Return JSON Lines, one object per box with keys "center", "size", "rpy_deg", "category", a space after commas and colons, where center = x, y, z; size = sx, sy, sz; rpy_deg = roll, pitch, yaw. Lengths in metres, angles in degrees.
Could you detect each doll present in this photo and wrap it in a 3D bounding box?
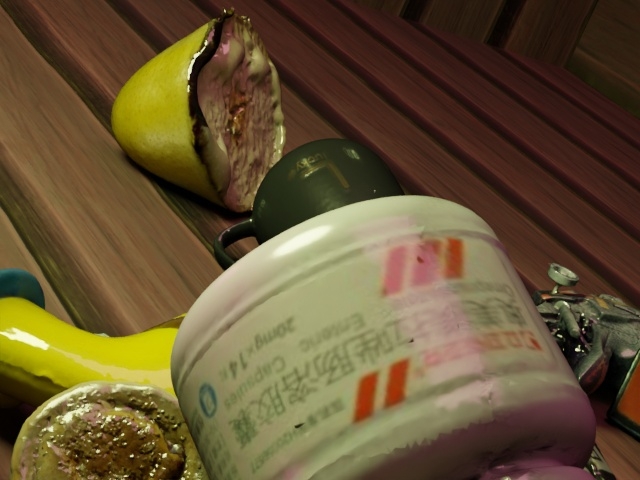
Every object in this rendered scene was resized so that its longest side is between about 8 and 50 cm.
{"center": [-0.141, 0.110, 1.326], "size": [0.363, 0.145, 0.199], "rpy_deg": [16, 6, -10], "category": "doll"}

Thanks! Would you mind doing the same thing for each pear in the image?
{"center": [-0.163, -0.147, 2.048], "size": [0.178, 0.267, 0.267], "rpy_deg": [-5, 8, 20], "category": "pear"}

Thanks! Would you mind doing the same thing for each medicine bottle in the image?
{"center": [0.064, 0.161, 1.136], "size": [0.256, 0.256, 0.325], "rpy_deg": [6, 50, -45], "category": "medicine bottle"}

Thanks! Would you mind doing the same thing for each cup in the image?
{"center": [0.000, 0.000, 1.861], "size": [0.223, 0.169, 0.176], "rpy_deg": [-20, 42, -15], "category": "cup"}

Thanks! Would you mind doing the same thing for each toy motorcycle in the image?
{"center": [0.320, 0.116, 1.984], "size": [0.173, 0.108, 0.307], "rpy_deg": [38, 23, 28], "category": "toy motorcycle"}

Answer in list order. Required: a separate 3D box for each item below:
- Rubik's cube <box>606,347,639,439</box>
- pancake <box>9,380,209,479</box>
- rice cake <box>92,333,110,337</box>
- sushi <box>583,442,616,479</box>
{"center": [0.544, 0.146, 1.885], "size": [0.288, 0.293, 0.283], "rpy_deg": [2, 30, -48], "category": "Rubik's cube"}
{"center": [-0.146, 0.163, 1.210], "size": [0.152, 0.025, 0.151], "rpy_deg": [2, 56, -4], "category": "pancake"}
{"center": [-0.228, 0.090, 1.474], "size": [0.022, 0.021, 0.121], "rpy_deg": [31, 16, 38], "category": "rice cake"}
{"center": [0.194, 0.206, 1.520], "size": [0.294, 0.059, 0.292], "rpy_deg": [42, 15, -34], "category": "sushi"}
